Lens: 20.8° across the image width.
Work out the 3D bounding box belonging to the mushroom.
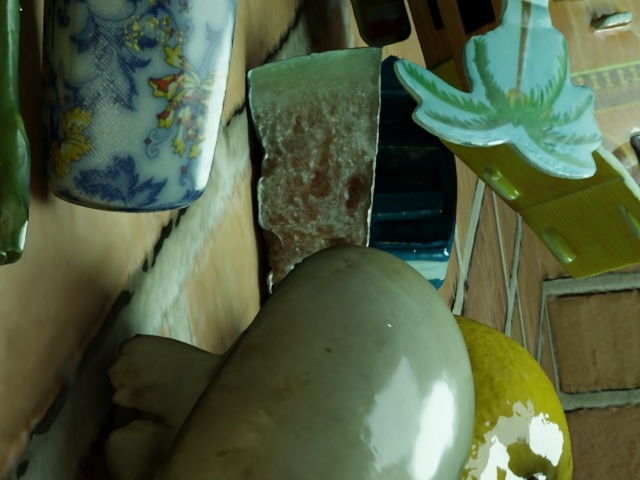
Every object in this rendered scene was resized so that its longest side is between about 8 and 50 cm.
[{"bbox_3d":[-0.022,0.104,0.857,0.226,0.178,0.226,-55,163,-26],"label":"mushroom"}]

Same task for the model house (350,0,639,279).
[{"bbox_3d":[0.138,-0.113,1.386,0.300,0.340,0.323,-24,-99,59],"label":"model house"}]

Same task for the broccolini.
[{"bbox_3d":[-0.124,-0.116,0.729,0.071,0.057,0.254,8,70,-43],"label":"broccolini"}]

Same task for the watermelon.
[{"bbox_3d":[0.000,0.000,1.227,0.154,0.094,0.241,82,8,-66],"label":"watermelon"}]

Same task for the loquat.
[{"bbox_3d":[0.057,0.148,1.085,0.208,0.208,0.208,-6,90,-78],"label":"loquat"}]

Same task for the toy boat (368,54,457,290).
[{"bbox_3d":[0.069,-0.063,1.534,0.299,0.096,0.062,-91,179,-51],"label":"toy boat"}]

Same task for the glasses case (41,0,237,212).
[{"bbox_3d":[-0.081,-0.136,0.802,0.065,0.087,0.248,1,-90,60],"label":"glasses case"}]
